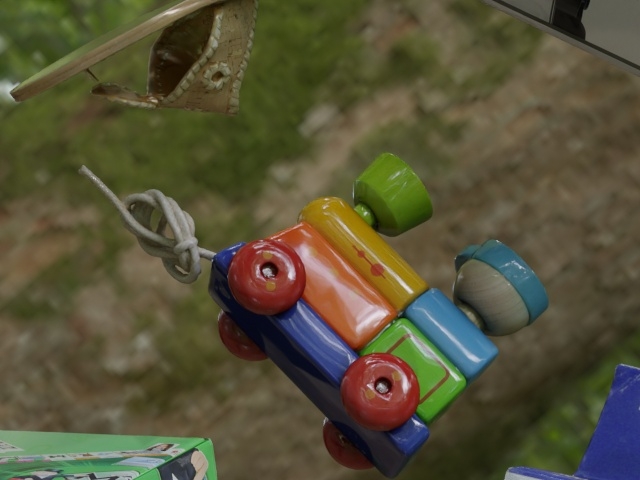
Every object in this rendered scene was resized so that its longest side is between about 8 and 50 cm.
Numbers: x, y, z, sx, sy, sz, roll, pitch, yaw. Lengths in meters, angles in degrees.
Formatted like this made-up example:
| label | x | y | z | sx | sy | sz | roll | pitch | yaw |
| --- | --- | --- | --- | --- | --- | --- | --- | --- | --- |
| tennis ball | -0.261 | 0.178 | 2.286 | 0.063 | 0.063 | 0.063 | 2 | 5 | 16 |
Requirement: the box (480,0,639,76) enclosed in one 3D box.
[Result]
| label | x | y | z | sx | sy | sz | roll | pitch | yaw |
| --- | --- | --- | --- | --- | --- | --- | --- | --- | --- |
| box | 0.163 | -0.179 | 1.073 | 0.290 | 0.087 | 0.169 | 29 | 38 | 31 |

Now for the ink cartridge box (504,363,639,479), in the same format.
| label | x | y | z | sx | sy | sz | roll | pitch | yaw |
| --- | --- | --- | --- | --- | --- | --- | --- | --- | --- |
| ink cartridge box | 0.134 | 0.146 | 0.656 | 0.223 | 0.224 | 0.045 | 6 | -25 | 48 |

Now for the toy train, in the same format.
| label | x | y | z | sx | sy | sz | roll | pitch | yaw |
| --- | --- | --- | --- | --- | --- | --- | --- | --- | --- |
| toy train | 0.000 | 0.000 | 1.099 | 0.248 | 0.143 | 0.105 | 45 | -19 | 11 |

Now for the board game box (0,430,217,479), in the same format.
| label | x | y | z | sx | sy | sz | roll | pitch | yaw |
| --- | --- | --- | --- | --- | --- | --- | --- | --- | --- |
| board game box | -0.233 | 0.133 | 0.869 | 0.213 | 0.317 | 0.046 | -21 | 107 | -58 |

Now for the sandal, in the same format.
| label | x | y | z | sx | sy | sz | roll | pitch | yaw |
| --- | --- | --- | --- | --- | --- | --- | --- | --- | --- |
| sandal | -0.058 | -0.113 | 1.135 | 0.079 | 0.240 | 0.088 | 61 | -23 | -13 |
